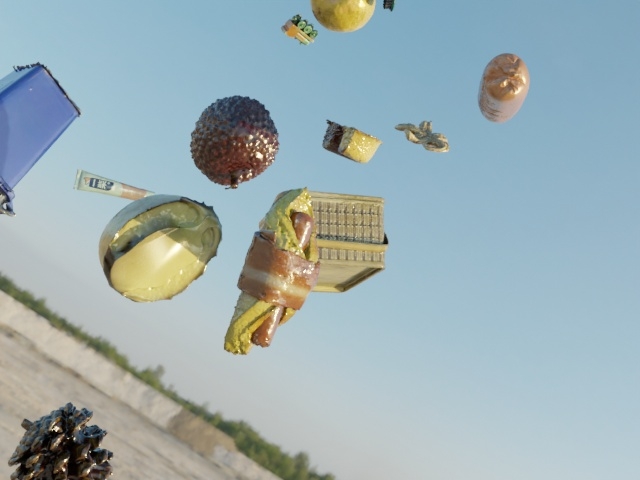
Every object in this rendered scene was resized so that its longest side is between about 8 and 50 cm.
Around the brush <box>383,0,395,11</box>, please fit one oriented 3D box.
[{"bbox_3d":[0.179,-0.659,1.977,0.032,0.193,0.043,3,23,-11],"label":"brush"}]

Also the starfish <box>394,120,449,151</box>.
[{"bbox_3d":[0.240,-0.246,1.868,0.150,0.053,0.210,24,16,27],"label":"starfish"}]

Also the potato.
[{"bbox_3d":[-0.384,-0.002,1.857,0.242,0.285,0.242,43,-13,12],"label":"potato"}]

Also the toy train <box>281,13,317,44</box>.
[{"bbox_3d":[-0.053,-0.572,2.210,0.103,0.064,0.044,25,28,-48],"label":"toy train"}]

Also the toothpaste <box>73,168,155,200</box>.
[{"bbox_3d":[-0.537,-0.135,2.114,0.205,0.056,0.036,14,-17,-22],"label":"toothpaste"}]

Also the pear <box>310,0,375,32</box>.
[{"bbox_3d":[0.059,-0.615,2.071,0.178,0.178,0.178,30,-15,9],"label":"pear"}]

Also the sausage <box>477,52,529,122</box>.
[{"bbox_3d":[0.323,-0.267,1.440,0.086,0.086,0.289,30,5,9],"label":"sausage"}]

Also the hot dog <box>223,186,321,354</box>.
[{"bbox_3d":[-0.054,0.048,1.163,0.093,0.261,0.123,17,0,33],"label":"hot dog"}]

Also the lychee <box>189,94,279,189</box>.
[{"bbox_3d":[-0.252,-0.281,2.374,0.264,0.300,0.264,-2,-21,-1],"label":"lychee"}]

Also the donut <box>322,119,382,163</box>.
[{"bbox_3d":[0.091,-0.271,2.283,0.141,0.085,0.217,23,4,-19],"label":"donut"}]

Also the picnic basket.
[{"bbox_3d":[0.000,0.000,1.780,0.228,0.175,0.313,4,-15,-16],"label":"picnic basket"}]

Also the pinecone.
[{"bbox_3d":[-0.633,0.529,2.009,0.257,0.243,0.243,30,-12,-29],"label":"pinecone"}]

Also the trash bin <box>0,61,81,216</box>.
[{"bbox_3d":[-0.531,-0.173,1.360,0.162,0.234,0.184,5,-42,43],"label":"trash bin"}]
